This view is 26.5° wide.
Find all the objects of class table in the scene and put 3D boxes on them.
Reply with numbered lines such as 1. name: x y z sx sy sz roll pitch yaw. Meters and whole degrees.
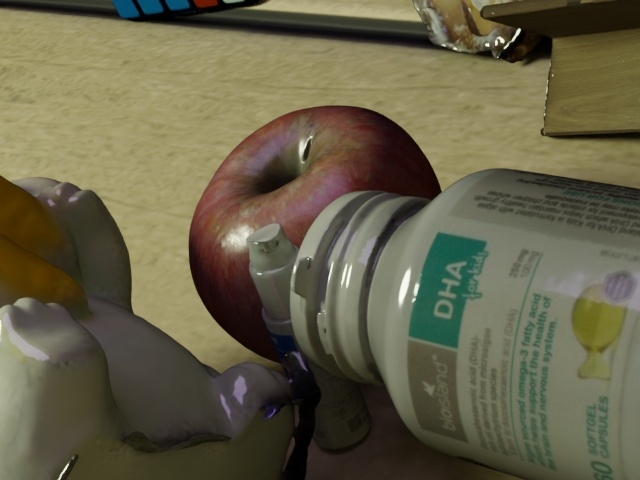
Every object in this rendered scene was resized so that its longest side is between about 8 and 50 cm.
1. table: 0.215 -0.128 0.781 0.167 0.167 0.227 -44 26 -26

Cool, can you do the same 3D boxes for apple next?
1. apple: 0.000 0.000 0.771 0.153 0.120 0.153 -23 35 17

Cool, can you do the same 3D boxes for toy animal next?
1. toy animal: -0.164 0.066 0.704 0.183 0.247 0.310 -29 42 -35

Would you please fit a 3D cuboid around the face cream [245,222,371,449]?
1. face cream: -0.008 0.048 0.691 0.034 0.130 0.034 -15 31 9

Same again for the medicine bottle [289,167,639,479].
1. medicine bottle: 0.095 0.037 0.606 0.215 0.135 0.135 12 48 37

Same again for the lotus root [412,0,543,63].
1. lotus root: 0.126 -0.260 1.051 0.167 0.078 0.329 -43 45 33

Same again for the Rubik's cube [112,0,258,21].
1. Rubik's cube: -0.121 -0.338 1.300 0.184 0.182 0.187 0 41 36
